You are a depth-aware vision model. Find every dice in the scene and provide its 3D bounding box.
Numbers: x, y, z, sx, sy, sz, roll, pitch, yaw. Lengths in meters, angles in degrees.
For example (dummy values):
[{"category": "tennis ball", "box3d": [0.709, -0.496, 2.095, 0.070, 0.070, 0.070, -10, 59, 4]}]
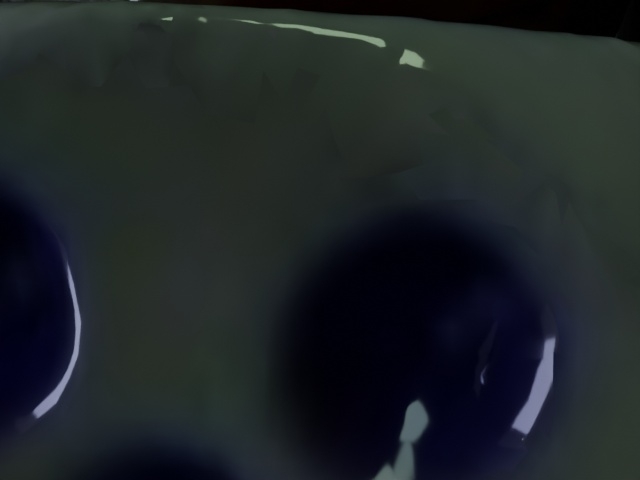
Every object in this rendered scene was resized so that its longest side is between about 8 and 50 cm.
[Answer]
[{"category": "dice", "box3d": [-0.022, 0.066, 0.441, 0.259, 0.243, 0.251, -20, -65, -81]}]

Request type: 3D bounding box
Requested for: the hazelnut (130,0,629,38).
[{"category": "hazelnut", "box3d": [0.023, -0.130, 0.633, 0.229, 0.229, 0.229, 5, -90, -85]}]
